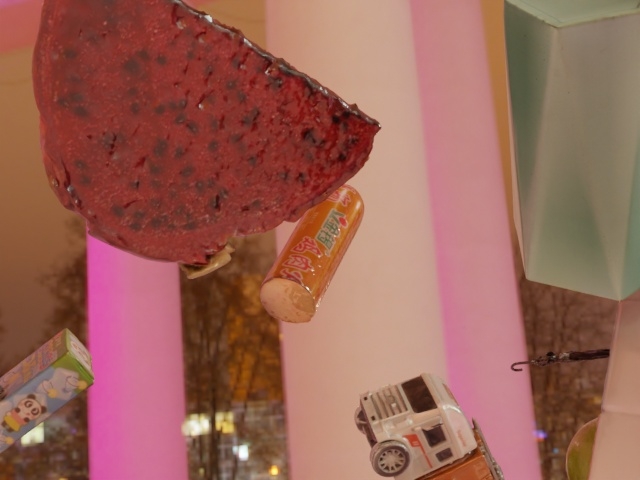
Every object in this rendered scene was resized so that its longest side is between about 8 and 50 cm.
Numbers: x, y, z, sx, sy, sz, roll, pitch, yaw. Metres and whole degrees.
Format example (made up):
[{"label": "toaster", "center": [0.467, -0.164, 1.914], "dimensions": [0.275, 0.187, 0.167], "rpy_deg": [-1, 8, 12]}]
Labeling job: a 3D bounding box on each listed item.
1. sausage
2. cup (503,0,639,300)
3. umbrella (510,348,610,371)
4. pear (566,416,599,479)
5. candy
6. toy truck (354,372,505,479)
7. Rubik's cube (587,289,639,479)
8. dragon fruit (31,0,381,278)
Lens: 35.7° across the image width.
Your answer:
[{"label": "sausage", "center": [0.000, 0.000, 1.195], "dimensions": [0.071, 0.234, 0.071], "rpy_deg": [12, -50, 14]}, {"label": "cup", "center": [0.201, -0.085, 0.718], "dimensions": [0.148, 0.134, 0.235], "rpy_deg": [12, -39, 27]}, {"label": "umbrella", "center": [0.253, 0.118, 1.006], "dimensions": [0.122, 0.013, 0.022], "rpy_deg": [-10, -39, 6]}, {"label": "pear", "center": [0.478, 0.332, 1.529], "dimensions": [0.180, 0.216, 0.166], "rpy_deg": [21, -43, 21]}, {"label": "candy", "center": [-0.393, 0.209, 1.315], "dimensions": [0.194, 0.062, 0.097], "rpy_deg": [-37, 20, -4]}, {"label": "toy truck", "center": [0.218, 0.424, 1.787], "dimensions": [0.207, 0.387, 0.173], "rpy_deg": [-25, 23, 0]}, {"label": "Rubik's cube", "center": [0.426, 0.147, 0.821], "dimensions": [0.290, 0.291, 0.292], "rpy_deg": [0, -24, 41]}, {"label": "dragon fruit", "center": [-0.138, -0.094, 0.856], "dimensions": [0.317, 0.205, 0.152], "rpy_deg": [28, 2, -33]}]
